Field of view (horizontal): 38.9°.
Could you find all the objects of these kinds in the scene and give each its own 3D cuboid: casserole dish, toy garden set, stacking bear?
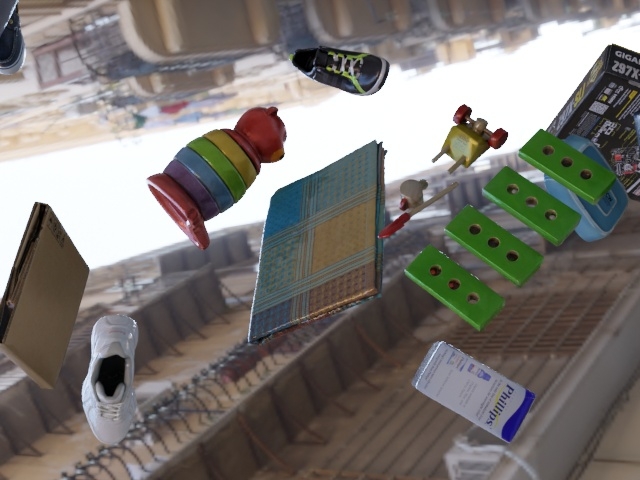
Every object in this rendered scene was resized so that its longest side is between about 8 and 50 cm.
[{"bbox_3d":[0.420,-0.080,1.410,0.114,0.037,0.188,-51,-62,-17],"label":"casserole dish"},{"bbox_3d":[0.184,-0.036,1.056,0.244,0.204,0.049,-45,-26,-15],"label":"toy garden set"},{"bbox_3d":[-0.184,-0.150,1.784,0.289,0.164,0.175,-41,-19,-14],"label":"stacking bear"}]

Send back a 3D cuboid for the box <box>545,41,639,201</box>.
[{"bbox_3d":[0.589,-0.209,1.723,0.257,0.322,0.079,18,-118,-1],"label":"box"}]

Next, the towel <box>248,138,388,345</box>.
[{"bbox_3d":[0.000,0.000,1.609,0.040,0.272,0.370,45,-147,-34],"label":"towel"}]

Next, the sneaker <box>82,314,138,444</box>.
[{"bbox_3d":[-0.339,0.241,1.444,0.115,0.090,0.232,-107,21,-64],"label":"sneaker"}]

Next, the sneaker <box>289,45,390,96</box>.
[{"bbox_3d":[0.029,-0.341,1.804,0.097,0.235,0.084,11,-87,-47],"label":"sneaker"}]

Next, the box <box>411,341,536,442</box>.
[{"bbox_3d":[0.196,0.195,1.184,0.072,0.137,0.126,-59,-6,-4],"label":"box"}]

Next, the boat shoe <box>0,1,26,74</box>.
[{"bbox_3d":[-0.522,-0.366,1.467,0.083,0.065,0.183,101,159,-72],"label":"boat shoe"}]

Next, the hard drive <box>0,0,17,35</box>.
[{"bbox_3d":[-0.534,-0.396,1.386,0.254,0.172,0.054,-58,-20,19],"label":"hard drive"}]

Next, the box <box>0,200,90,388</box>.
[{"bbox_3d":[-0.317,0.070,1.043,0.201,0.021,0.164,93,-173,-68],"label":"box"}]

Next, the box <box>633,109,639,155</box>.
[{"bbox_3d":[0.631,-0.109,1.255,0.395,0.294,0.211,-37,-64,-79],"label":"box"}]
